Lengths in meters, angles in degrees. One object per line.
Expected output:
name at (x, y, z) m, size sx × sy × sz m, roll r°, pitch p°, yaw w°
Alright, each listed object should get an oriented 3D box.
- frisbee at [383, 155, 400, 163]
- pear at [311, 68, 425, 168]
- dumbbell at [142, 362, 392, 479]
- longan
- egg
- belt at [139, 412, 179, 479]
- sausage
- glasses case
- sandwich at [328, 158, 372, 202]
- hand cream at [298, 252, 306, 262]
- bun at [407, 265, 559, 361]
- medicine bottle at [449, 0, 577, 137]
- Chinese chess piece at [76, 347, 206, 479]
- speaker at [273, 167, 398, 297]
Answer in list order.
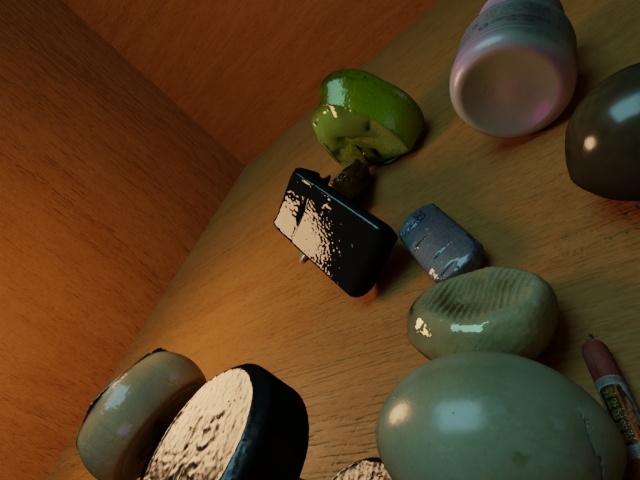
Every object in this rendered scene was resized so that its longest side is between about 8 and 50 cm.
frisbee at (0.241, -0.285, 1.498) m, size 0.110 × 0.014 × 0.110 m, roll -42°, pitch 21°, yaw 20°
pear at (0.126, -0.400, 1.484) m, size 0.342 × 0.318 × 0.239 m, roll -9°, pitch 48°, yaw 59°
dumbbell at (-0.020, 0.309, 0.547) m, size 0.203 × 0.322 × 0.204 m, roll -40°, pitch 23°, yaw 21°
longan at (0.438, -0.147, 0.637) m, size 0.212 × 0.198 × 0.198 m, roll -12°, pitch 41°, yaw 53°
egg at (0.180, 0.213, 0.504) m, size 0.252 × 0.187 × 0.187 m, roll -11°, pitch 39°, yaw 30°
belt at (-0.278, 0.494, 1.024) m, size 0.227 × 0.115 × 0.323 m, roll -56°, pitch 23°, yaw -16°
sausage at (0.319, 0.195, 0.488) m, size 0.034 × 0.034 × 0.253 m, roll -36°, pitch 23°, yaw 29°
glasses case at (0.233, 0.004, 0.939) m, size 0.109 × 0.067 × 0.282 m, roll -47°, pitch 19°, yaw 11°
sandwich at (0.037, -0.134, 1.478) m, size 0.273 × 0.095 × 0.249 m, roll -38°, pitch 7°, yaw 27°
hand cream at (0.000, 0.000, 1.450) m, size 0.194 × 0.042 × 0.067 m, roll -40°, pitch 30°, yaw 32°
bun at (0.231, 0.126, 0.672) m, size 0.222 × 0.128 × 0.222 m, roll -20°, pitch 8°, yaw 3°
medicine bottle at (0.421, -0.398, 1.023) m, size 0.241 × 0.241 × 0.302 m, roll -26°, pitch 30°, yaw 45°
Chinese chess piece at (-0.442, 0.442, 1.192) m, size 0.338 × 0.140 × 0.338 m, roll -54°, pitch -16°, yaw -22°
speaker at (0.048, -0.039, 1.164) m, size 0.388 × 0.184 × 0.180 m, roll 41°, pitch 116°, yaw 40°
